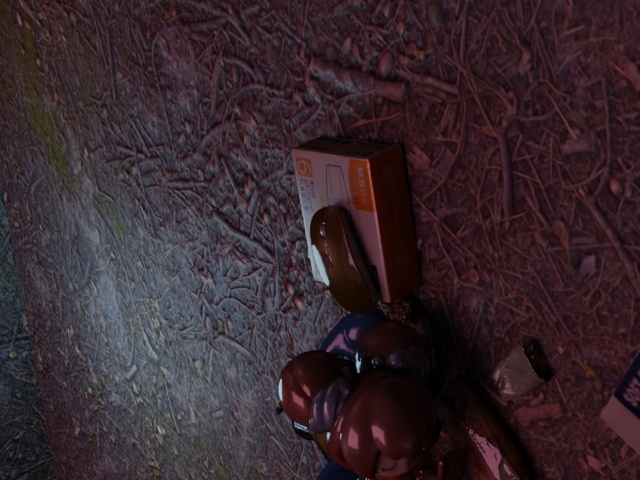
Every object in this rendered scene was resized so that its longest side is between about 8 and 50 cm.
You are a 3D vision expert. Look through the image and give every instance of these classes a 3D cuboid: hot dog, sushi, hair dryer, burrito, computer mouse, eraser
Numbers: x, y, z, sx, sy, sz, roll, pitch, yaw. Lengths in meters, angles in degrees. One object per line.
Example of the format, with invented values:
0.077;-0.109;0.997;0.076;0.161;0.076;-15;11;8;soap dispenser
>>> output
0.281;0.355;1.662;0.253;0.069;0.131;59;154;17;hot dog
0.137;0.121;1.728;0.118;0.060;0.061;19;118;46;sushi
0.024;0.459;2.053;0.219;0.075;0.195;59;168;-12;hair dryer
0.319;0.214;1.549;0.074;0.044;0.118;57;141;10;burrito
0.037;0.037;1.670;0.102;0.045;0.199;-16;97;52;computer mouse
0.487;0.174;1.272;0.124;0.081;0.279;43;138;30;eraser

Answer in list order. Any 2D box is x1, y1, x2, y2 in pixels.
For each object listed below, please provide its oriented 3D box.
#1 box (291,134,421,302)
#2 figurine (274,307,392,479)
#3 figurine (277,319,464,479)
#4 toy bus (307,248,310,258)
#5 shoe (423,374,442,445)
0.063;-0.043;1.710;0.221;0.091;0.274;11;117;50;box
0.055;0.335;1.846;0.243;0.298;0.416;-9;100;9;figurine
0.102;0.355;1.608;0.248;0.276;0.388;27;131;50;figurine
0.000;0.000;1.855;0.038;0.046;0.083;35;135;38;toy bus
0.179;0.277;1.742;0.074;0.077;0.194;-10;97;29;shoe
